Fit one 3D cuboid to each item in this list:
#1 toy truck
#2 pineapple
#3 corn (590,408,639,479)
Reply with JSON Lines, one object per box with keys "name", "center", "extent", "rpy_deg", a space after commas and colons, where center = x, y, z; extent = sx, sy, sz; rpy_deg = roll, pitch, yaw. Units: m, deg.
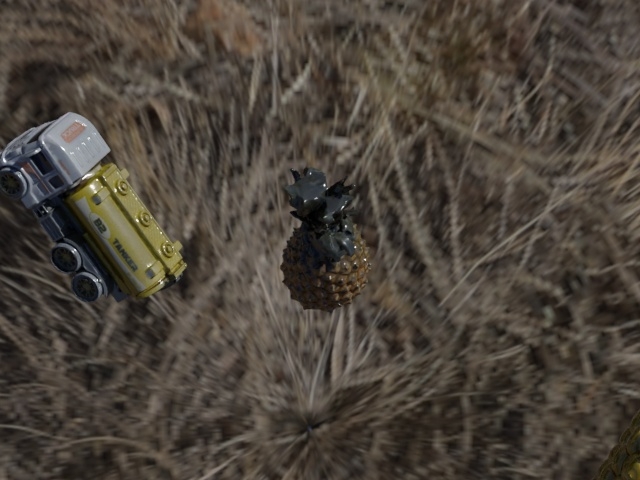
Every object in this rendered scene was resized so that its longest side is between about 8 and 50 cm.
{"name": "toy truck", "center": [-0.136, -0.018, 1.167], "extent": [0.063, 0.052, 0.123], "rpy_deg": [-26, 104, 35]}
{"name": "pineapple", "center": [0.000, 0.000, 1.111], "extent": [0.058, 0.124, 0.058], "rpy_deg": [-2, 70, 4]}
{"name": "corn", "center": [0.141, 0.176, 0.857], "extent": [0.119, 0.119, 0.322], "rpy_deg": [29, 114, 2]}
